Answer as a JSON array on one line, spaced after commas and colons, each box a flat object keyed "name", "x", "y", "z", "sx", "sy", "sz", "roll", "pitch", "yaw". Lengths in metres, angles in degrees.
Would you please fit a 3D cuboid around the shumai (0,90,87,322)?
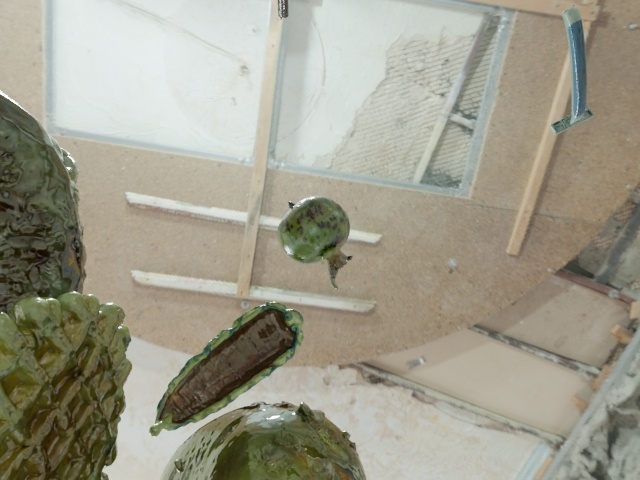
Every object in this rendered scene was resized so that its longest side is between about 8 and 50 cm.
[{"name": "shumai", "x": -0.493, "y": -0.038, "z": 0.646, "sx": 0.395, "sy": 0.348, "sz": 0.394, "roll": -8, "pitch": -72, "yaw": -27}]

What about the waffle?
[{"name": "waffle", "x": -0.188, "y": 0.127, "z": 0.359, "sx": 0.036, "sy": 0.169, "sz": 0.183, "roll": 3, "pitch": -94, "yaw": 11}]

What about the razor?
[{"name": "razor", "x": 0.369, "y": -0.241, "z": 0.741, "sx": 0.068, "sy": 0.037, "sz": 0.191, "roll": -26, "pitch": -48, "yaw": 0}]

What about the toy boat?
[{"name": "toy boat", "x": -0.153, "y": 0.206, "z": 0.822, "sx": 0.293, "sy": 0.099, "sz": 0.108, "roll": -36, "pitch": -88, "yaw": -30}]

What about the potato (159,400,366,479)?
[{"name": "potato", "x": -0.065, "y": 0.248, "z": 0.467, "sx": 0.141, "sy": 0.176, "sz": 0.298, "roll": 1, "pitch": -30, "yaw": -36}]

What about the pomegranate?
[{"name": "pomegranate", "x": 0.000, "y": 0.000, "z": 0.820, "sx": 0.122, "sy": 0.122, "sz": 0.161, "roll": -35, "pitch": -105, "yaw": 10}]

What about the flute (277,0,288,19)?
[{"name": "flute", "x": -0.039, "y": -0.312, "z": 0.475, "sx": 0.014, "sy": 0.269, "sz": 0.014, "roll": 1, "pitch": -112, "yaw": -1}]
